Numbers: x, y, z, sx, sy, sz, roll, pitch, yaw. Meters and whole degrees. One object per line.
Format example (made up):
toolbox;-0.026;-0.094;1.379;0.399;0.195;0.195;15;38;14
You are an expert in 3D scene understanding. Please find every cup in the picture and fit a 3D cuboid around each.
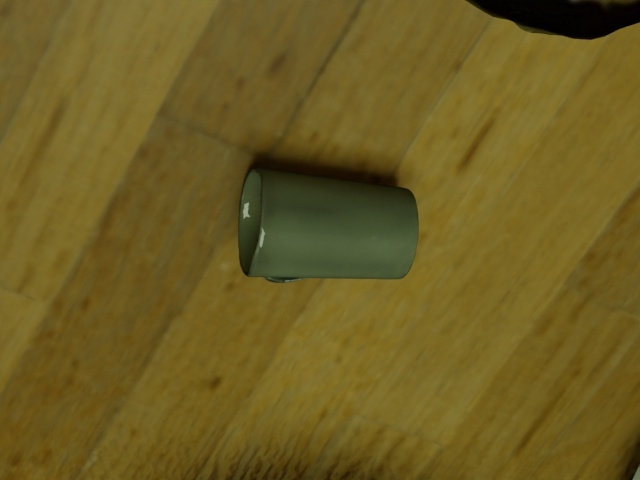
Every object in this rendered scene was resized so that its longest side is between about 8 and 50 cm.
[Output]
cup;0.001;0.002;0.778;0.083;0.054;0.075;5;120;-15

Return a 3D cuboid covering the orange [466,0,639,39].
orange;0.080;-0.256;0.527;0.271;0.210;0.368;-24;124;31

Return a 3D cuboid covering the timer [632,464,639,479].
timer;0.293;0.210;0.942;0.237;0.087;0.262;4;122;-13
